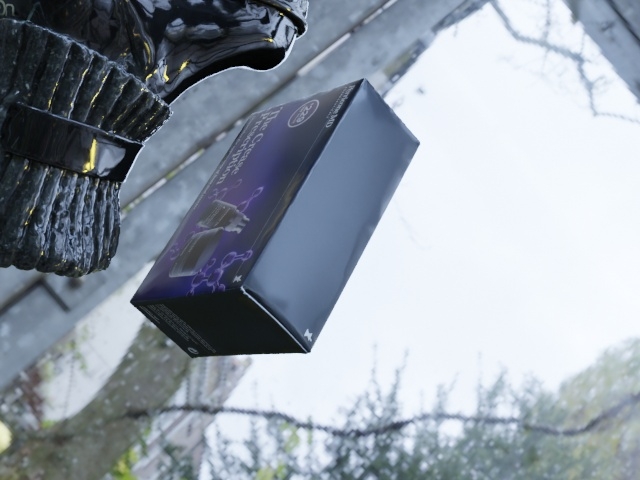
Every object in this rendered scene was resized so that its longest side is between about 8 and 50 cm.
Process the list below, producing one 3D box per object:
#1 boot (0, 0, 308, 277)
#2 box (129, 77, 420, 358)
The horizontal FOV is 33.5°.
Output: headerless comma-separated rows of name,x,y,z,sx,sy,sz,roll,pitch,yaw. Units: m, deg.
boot,-0.151,-0.105,0.871,0.131,0.348,0.260,11,-83,37
box,-0.042,-0.019,1.037,0.184,0.261,0.103,-7,-45,46
